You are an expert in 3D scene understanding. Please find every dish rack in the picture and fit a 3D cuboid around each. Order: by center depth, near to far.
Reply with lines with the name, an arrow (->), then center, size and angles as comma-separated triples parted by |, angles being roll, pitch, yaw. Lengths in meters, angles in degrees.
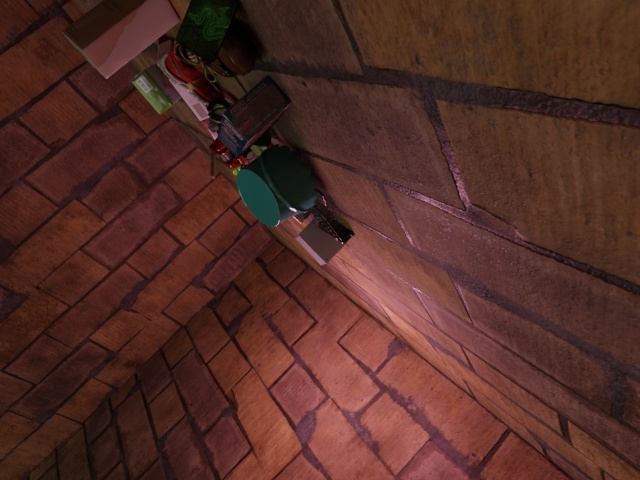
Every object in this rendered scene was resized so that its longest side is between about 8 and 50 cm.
dish rack -> 0.010, -0.104, 1.728 | 0.208, 0.074, 0.271 | 34, 169, 45

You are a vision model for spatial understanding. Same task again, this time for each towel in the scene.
towel -> -0.002, -0.177, 1.691 | 0.060, 0.009, 0.083 | 42, 170, 24

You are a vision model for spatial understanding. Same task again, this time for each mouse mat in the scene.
mouse mat -> -0.278, -0.527, 0.996 | 0.190, 0.152, 0.007 | 39, -162, 30

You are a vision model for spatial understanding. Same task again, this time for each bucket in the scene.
bucket -> -0.165, -0.198, 1.531 | 0.281, 0.183, 0.281 | 34, 146, 27

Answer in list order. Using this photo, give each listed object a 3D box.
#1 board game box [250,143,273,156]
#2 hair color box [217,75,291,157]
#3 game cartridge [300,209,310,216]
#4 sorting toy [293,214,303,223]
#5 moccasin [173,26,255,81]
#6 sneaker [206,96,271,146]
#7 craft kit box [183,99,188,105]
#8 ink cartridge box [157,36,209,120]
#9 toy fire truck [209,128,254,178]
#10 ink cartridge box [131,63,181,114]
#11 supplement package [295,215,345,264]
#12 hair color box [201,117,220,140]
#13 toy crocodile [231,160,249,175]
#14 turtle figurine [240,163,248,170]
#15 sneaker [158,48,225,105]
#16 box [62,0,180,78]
board game box -> -0.259, -0.402, 1.769 | 0.259, 0.039, 0.124 | 30, 163, 50
hair color box -> -0.220, -0.371, 1.293 | 0.105, 0.174, 0.347 | 47, 171, -13
game cartridge -> -0.129, -0.186, 1.988 | 0.196, 0.060, 0.294 | 41, 178, 4
sorting toy -> -0.229, -0.218, 2.190 | 0.307, 0.041, 0.229 | 42, -176, -41
moccasin -> -0.305, -0.514, 1.129 | 0.380, 0.147, 0.139 | 38, 169, 38
sneaker -> -0.290, -0.446, 1.573 | 0.300, 0.111, 0.121 | 38, -168, 21
craft kit box -> -0.640, -0.708, 2.006 | 0.246, 0.061, 0.250 | 48, 174, 35
ink cartridge box -> -0.560, -0.690, 1.707 | 0.296, 0.066, 0.261 | 58, -166, -55
toy fire truck -> -0.444, -0.397, 1.938 | 0.158, 0.246, 0.217 | 42, 170, 22
ink cartridge box -> -0.767, -0.756, 2.005 | 0.188, 0.097, 0.255 | 53, -153, -28
supplement package -> 0.000, 0.000, 2.013 | 0.194, 0.149, 0.203 | 46, 171, -2
hair color box -> -0.513, -0.563, 2.001 | 0.053, 0.093, 0.167 | 42, 171, 20
toy crocodile -> -0.456, -0.436, 2.333 | 0.115, 0.105, 0.340 | 41, 165, 28
turtle figurine -> -0.227, -0.292, 1.767 | 0.218, 0.087, 0.269 | 2, -156, -21
sneaker -> -0.460, -0.607, 1.553 | 0.279, 0.118, 0.107 | 25, -151, -48
box -> -0.624, -0.678, 1.304 | 0.148, 0.311, 0.121 | 41, 170, 24
